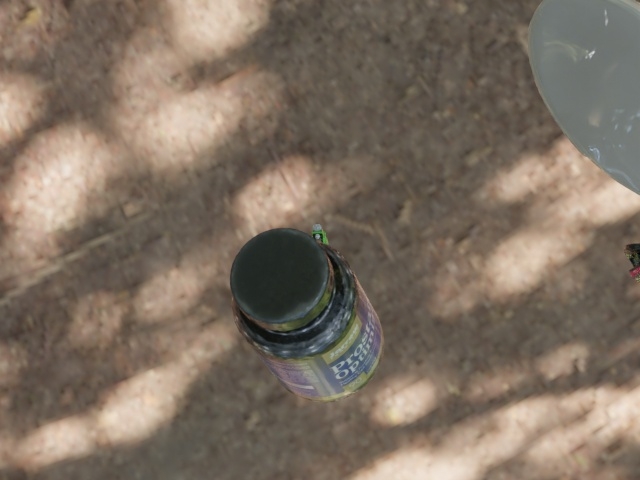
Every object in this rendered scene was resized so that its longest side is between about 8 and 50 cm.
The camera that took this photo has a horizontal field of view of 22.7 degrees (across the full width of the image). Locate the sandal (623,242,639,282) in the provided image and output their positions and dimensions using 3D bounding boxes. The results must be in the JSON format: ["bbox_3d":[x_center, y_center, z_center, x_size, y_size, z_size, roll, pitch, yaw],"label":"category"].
[{"bbox_3d":[0.502,0.045,2.428,0.067,0.040,0.179,2,160,18],"label":"sandal"}]

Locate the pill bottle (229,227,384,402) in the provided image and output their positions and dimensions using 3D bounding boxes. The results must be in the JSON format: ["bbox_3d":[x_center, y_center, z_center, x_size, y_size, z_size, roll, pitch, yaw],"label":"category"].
[{"bbox_3d":[-0.015,0.070,1.532,0.123,0.122,0.219,-29,155,0],"label":"pill bottle"}]

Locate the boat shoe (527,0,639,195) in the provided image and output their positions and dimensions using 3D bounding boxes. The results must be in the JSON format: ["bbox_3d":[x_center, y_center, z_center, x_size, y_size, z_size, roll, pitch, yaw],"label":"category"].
[{"bbox_3d":[0.322,-0.085,1.300,0.127,0.340,0.158,-49,169,31],"label":"boat shoe"}]

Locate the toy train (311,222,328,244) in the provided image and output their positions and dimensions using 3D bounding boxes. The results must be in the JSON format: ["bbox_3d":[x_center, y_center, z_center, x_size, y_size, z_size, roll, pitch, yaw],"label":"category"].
[{"bbox_3d":[0.000,0.000,1.807,0.017,0.023,0.083,-3,165,4],"label":"toy train"}]
